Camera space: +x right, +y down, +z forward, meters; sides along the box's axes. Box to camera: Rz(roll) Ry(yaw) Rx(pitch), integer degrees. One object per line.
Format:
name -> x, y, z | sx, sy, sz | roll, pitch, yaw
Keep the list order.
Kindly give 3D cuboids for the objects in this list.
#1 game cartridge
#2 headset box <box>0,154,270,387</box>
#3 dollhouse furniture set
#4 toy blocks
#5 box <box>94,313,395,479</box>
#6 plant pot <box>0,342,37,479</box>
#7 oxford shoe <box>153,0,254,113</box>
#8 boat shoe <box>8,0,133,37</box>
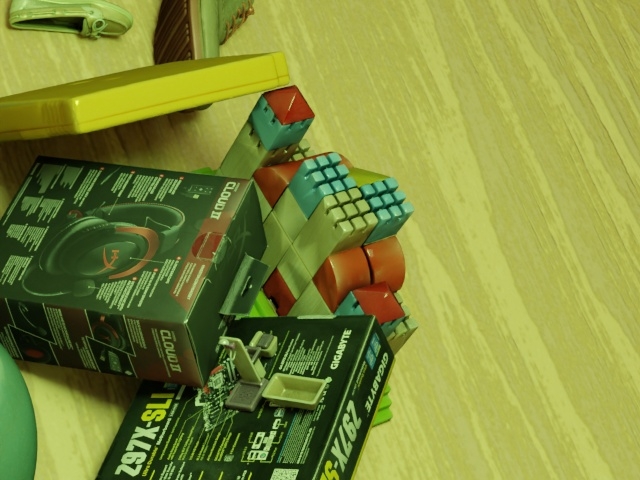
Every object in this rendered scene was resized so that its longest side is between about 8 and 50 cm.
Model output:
game cartridge -> -0.230, -0.158, 1.998 | 0.285, 0.323, 0.053 | -17, 102, -34
headset box -> -0.204, 0.031, 1.906 | 0.293, 0.110, 0.218 | 6, 47, 17
dollhouse furniture set -> -0.045, 0.118, 1.806 | 0.114, 0.081, 0.091 | 6, 48, 33
toy blocks -> 0.000, 0.000, 2.017 | 0.190, 0.261, 0.381 | -17, 66, -34
box -> -0.087, 0.216, 1.843 | 0.079, 0.257, 0.322 | 63, 35, -37
plant pot -> -0.403, 0.173, 1.735 | 0.290, 0.195, 0.290 | 13, 52, -17
oxford shoe -> -0.136, -0.301, 2.260 | 0.130, 0.123, 0.348 | 14, 53, -24
boat shoe -> -0.309, -0.273, 2.197 | 0.153, 0.056, 0.048 | 12, 62, -17
